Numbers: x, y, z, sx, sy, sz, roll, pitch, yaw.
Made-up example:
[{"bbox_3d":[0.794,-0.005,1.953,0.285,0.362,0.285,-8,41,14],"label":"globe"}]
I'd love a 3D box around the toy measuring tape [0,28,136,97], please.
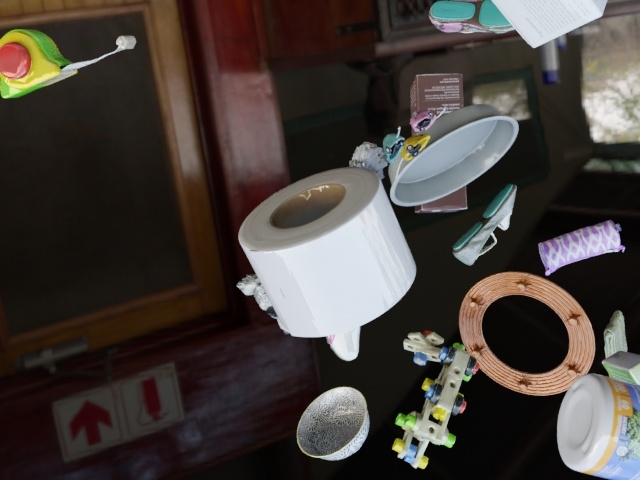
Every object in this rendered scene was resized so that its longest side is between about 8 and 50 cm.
[{"bbox_3d":[-0.507,-0.364,1.650,0.330,0.122,0.121,-16,-172,22],"label":"toy measuring tape"}]

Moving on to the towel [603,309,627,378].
[{"bbox_3d":[0.715,0.253,2.105,0.027,0.148,0.110,2,-152,34],"label":"towel"}]

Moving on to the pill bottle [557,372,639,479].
[{"bbox_3d":[0.522,0.308,1.351,0.271,0.152,0.152,14,-170,-8],"label":"pill bottle"}]

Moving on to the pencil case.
[{"bbox_3d":[0.652,0.018,2.189,0.206,0.088,0.086,-18,156,10],"label":"pencil case"}]

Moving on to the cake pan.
[{"bbox_3d":[0.260,-0.175,1.764,0.293,0.054,0.293,-25,159,-10],"label":"cake pan"}]

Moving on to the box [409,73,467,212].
[{"bbox_3d":[0.335,-0.271,2.489,0.143,0.382,0.191,-1,-179,1],"label":"box"}]

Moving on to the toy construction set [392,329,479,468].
[{"bbox_3d":[0.267,0.356,2.048,0.151,0.328,0.215,13,151,-8],"label":"toy construction set"}]

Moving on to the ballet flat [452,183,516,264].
[{"bbox_3d":[0.391,-0.033,2.001,0.213,0.068,0.072,-49,-170,2],"label":"ballet flat"}]

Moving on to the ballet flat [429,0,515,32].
[{"bbox_3d":[0.334,-0.461,1.811,0.221,0.077,0.079,9,167,31],"label":"ballet flat"}]

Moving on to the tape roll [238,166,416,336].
[{"bbox_3d":[0.012,0.014,1.395,0.246,0.169,0.246,-20,-155,10],"label":"tape roll"}]

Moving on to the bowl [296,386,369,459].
[{"bbox_3d":[0.042,0.399,1.826,0.170,0.080,0.170,-26,-146,19],"label":"bowl"}]

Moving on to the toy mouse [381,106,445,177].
[{"bbox_3d":[0.155,-0.192,1.571,0.161,0.031,0.143,-47,156,14],"label":"toy mouse"}]

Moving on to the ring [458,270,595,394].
[{"bbox_3d":[0.486,0.230,2.091,0.336,0.337,0.032,0,-157,33],"label":"ring"}]

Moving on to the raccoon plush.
[{"bbox_3d":[0.000,0.000,1.967,0.216,0.447,0.299,29,170,-41],"label":"raccoon plush"}]

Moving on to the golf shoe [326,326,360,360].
[{"bbox_3d":[0.047,0.142,1.694,0.067,0.186,0.086,-8,177,-27],"label":"golf shoe"}]

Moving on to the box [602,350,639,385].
[{"bbox_3d":[0.721,0.381,1.808,0.058,0.322,0.232,-34,175,2],"label":"box"}]

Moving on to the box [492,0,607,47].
[{"bbox_3d":[0.299,-0.394,1.164,0.119,0.182,0.181,-19,-143,50],"label":"box"}]
